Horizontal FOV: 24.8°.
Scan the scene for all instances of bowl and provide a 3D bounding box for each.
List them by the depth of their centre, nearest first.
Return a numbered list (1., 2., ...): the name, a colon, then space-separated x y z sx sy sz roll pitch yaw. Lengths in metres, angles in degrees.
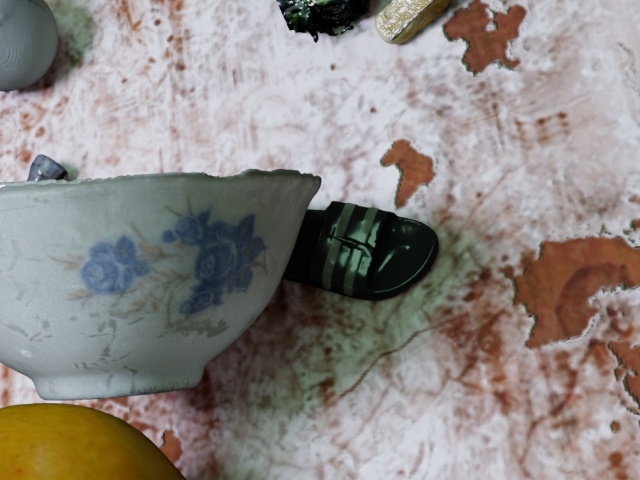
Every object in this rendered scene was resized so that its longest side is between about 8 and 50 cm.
1. bowl: -0.149 0.038 1.040 0.313 0.313 0.146 -6 86 20

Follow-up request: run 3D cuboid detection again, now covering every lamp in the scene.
1. lamp: -0.289 -0.186 1.312 0.105 0.105 0.105 -10 61 18

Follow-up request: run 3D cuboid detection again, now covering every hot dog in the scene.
1. hot dog: 0.085 -0.198 1.201 0.090 0.034 0.030 -45 65 19

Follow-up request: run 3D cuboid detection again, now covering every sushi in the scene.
1. sushi: 0.004 -0.213 1.232 0.083 0.056 0.085 -23 56 2

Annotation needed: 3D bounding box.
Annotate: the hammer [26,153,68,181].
1. hammer: -0.368 -0.060 1.321 0.290 0.037 0.137 26 75 31

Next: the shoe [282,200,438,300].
1. shoe: 0.000 0.000 1.124 0.179 0.049 0.071 8 69 26

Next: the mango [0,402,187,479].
1. mango: -0.251 0.309 0.968 0.446 0.232 0.300 -48 48 1
